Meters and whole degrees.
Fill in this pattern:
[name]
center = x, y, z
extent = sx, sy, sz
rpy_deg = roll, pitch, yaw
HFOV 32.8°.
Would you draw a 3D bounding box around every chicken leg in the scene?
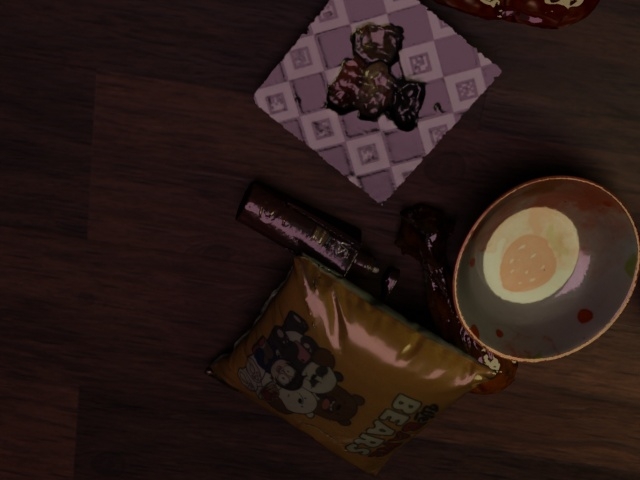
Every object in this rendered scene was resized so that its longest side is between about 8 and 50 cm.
[chicken leg]
center = 0.177, 0.090, 1.495
extent = 0.113, 0.093, 0.304
rpy_deg = -18, 111, 25

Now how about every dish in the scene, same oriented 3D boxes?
[dish]
center = 0.285, 0.027, 1.438
extent = 0.260, 0.085, 0.260
rpy_deg = -4, 111, -11

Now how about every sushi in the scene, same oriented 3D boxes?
[sushi]
center = 0.068, -0.200, 1.372
extent = 0.220, 0.047, 0.231
rpy_deg = 38, 109, -10

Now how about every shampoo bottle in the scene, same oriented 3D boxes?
[shampoo bottle]
center = -0.001, 0.002, 1.466
extent = 0.236, 0.067, 0.068
rpy_deg = 27, 109, -11

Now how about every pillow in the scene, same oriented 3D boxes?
[pillow]
center = 0.030, 0.182, 1.505
extent = 0.312, 0.119, 0.310
rpy_deg = 32, 129, -8

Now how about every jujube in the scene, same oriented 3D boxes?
[jujube]
center = 0.217, -0.321, 1.241
extent = 0.230, 0.155, 0.155
rpy_deg = 20, 116, -9
